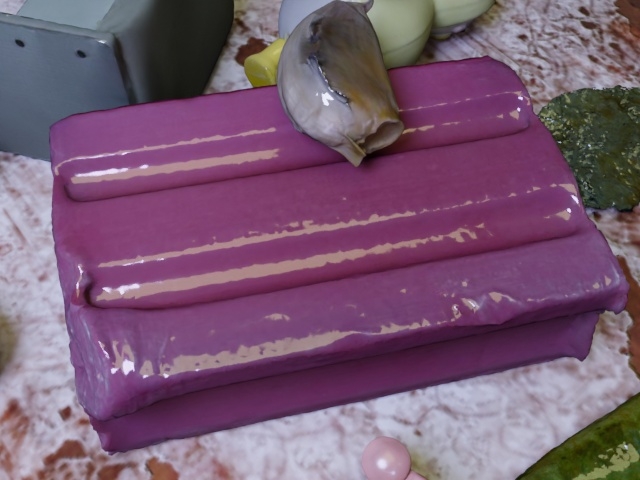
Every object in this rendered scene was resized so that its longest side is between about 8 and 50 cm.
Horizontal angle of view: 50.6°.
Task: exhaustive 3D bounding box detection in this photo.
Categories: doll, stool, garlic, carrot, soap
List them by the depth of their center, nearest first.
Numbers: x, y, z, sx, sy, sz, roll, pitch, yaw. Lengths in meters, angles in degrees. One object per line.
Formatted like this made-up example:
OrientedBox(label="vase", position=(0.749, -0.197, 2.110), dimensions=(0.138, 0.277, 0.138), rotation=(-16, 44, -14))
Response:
OrientedBox(label="garlic", position=(0.007, -0.116, 0.475), dimensions=(0.084, 0.066, 0.152), rotation=(8, 53, -29))
OrientedBox(label="carrot", position=(0.279, 0.117, 0.475), dimensions=(0.358, 0.074, 0.074), rotation=(-21, 61, -10))
OrientedBox(label="soap", position=(0.000, 0.000, 0.500), dimensions=(0.359, 0.128, 0.233), rotation=(-10, 57, -8))
OrientedBox(label="stool", position=(-0.237, -0.216, 0.602), dimensions=(0.269, 0.170, 0.243), rotation=(12, 58, 6))
OrientedBox(label="doll", position=(0.069, -0.210, 0.649), dimensions=(0.296, 0.117, 0.141), rotation=(-25, 31, -28))

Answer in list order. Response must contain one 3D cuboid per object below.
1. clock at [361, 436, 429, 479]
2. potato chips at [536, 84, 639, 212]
OrientedBox(label="clock", position=(0.049, 0.223, 0.395), dimensions=(0.166, 0.093, 0.162), rotation=(31, 72, 16))
OrientedBox(label="potato chips", position=(0.260, -0.087, 0.624), dimensions=(0.209, 0.026, 0.142), rotation=(-13, 62, -9))
